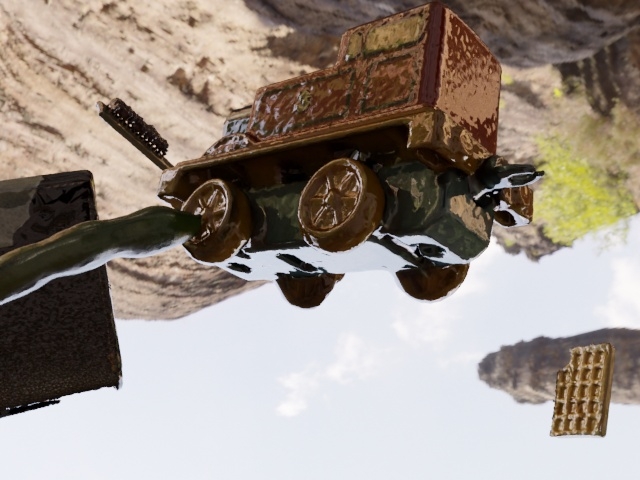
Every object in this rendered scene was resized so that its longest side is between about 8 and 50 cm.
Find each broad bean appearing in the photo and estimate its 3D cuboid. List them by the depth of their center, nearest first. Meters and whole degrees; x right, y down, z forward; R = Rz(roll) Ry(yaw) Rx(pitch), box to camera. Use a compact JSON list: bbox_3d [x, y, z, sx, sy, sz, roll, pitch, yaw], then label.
[{"bbox_3d":[-0.197,0.017,0.624,0.227,0.069,0.039,-26,-124,-18],"label":"broad bean"}]

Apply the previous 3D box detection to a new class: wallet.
[{"bbox_3d":[-0.324,0.068,0.811,0.221,0.071,0.262,-9,-66,-19],"label":"wallet"}]

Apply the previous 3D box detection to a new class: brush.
[{"bbox_3d":[-0.199,-0.104,1.059,0.036,0.043,0.248,-40,-52,6],"label":"brush"}]

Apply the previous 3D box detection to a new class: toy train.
[{"bbox_3d":[0.027,-0.068,0.710,0.163,0.369,0.231,32,-118,-43],"label":"toy train"}]

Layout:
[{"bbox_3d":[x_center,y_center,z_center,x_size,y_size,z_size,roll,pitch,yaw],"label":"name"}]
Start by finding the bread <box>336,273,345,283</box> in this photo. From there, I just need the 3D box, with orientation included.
[{"bbox_3d":[0.000,0.000,1.080,0.126,0.044,0.129,-29,-70,-57],"label":"bread"}]

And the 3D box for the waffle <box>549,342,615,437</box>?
[{"bbox_3d":[0.367,0.211,1.109,0.021,0.092,0.134,28,-118,-25],"label":"waffle"}]
